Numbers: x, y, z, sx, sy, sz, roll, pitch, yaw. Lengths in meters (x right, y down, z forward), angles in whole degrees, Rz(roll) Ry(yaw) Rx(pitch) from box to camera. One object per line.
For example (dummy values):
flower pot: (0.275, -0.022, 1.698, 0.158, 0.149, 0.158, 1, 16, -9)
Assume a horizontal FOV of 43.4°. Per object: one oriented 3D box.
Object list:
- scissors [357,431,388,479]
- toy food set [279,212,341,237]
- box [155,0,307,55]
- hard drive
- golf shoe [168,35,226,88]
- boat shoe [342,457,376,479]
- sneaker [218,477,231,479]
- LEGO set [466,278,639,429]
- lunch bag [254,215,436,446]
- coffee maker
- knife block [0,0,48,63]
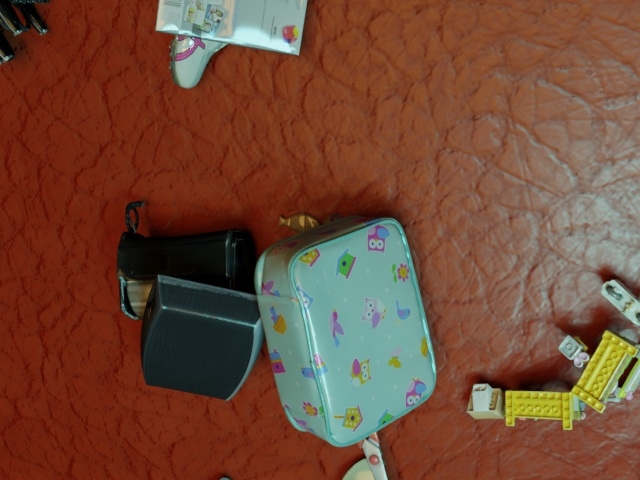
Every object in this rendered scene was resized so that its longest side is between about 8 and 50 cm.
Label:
scissors: (0.082, 0.300, 1.177, 0.109, 0.021, 0.297, -31, 86, 15)
toy food set: (0.000, 0.000, 1.140, 0.122, 0.019, 0.078, -2, 104, 17)
box: (-0.109, -0.324, 1.024, 0.186, 0.038, 0.145, 6, 103, -13)
hard drive: (-0.168, 0.146, 1.123, 0.172, 0.054, 0.255, 13, 143, -9)
golf shoe: (-0.146, -0.286, 1.078, 0.086, 0.067, 0.186, 25, 110, 6)
boat shoe: (0.052, 0.387, 1.221, 0.049, 0.042, 0.133, 26, 97, 18)
sneaker: (-0.136, 0.448, 1.287, 0.134, 0.051, 0.070, 48, 113, 3)
LEGO set: (0.339, 0.186, 1.071, 0.287, 0.107, 0.132, -46, 54, 26)
lunch bag: (0.041, 0.115, 1.060, 0.108, 0.224, 0.279, 3, 111, 50)
coffee maker: (-0.192, 0.027, 1.147, 0.178, 0.120, 0.171, -5, 106, 15)
knife block: (-0.525, -0.379, 1.151, 0.275, 0.088, 0.242, 17, 108, 11)
